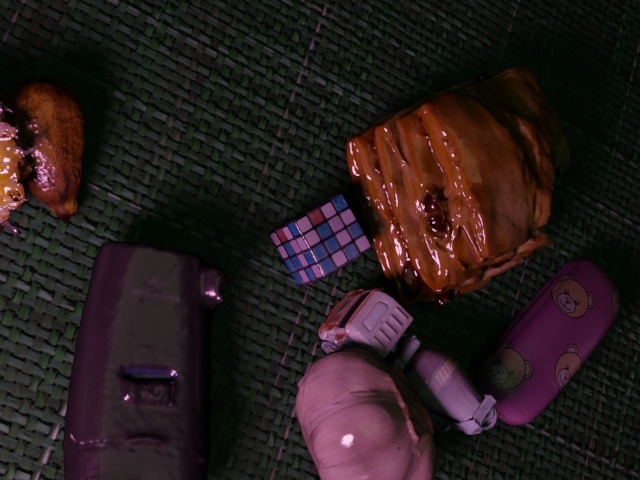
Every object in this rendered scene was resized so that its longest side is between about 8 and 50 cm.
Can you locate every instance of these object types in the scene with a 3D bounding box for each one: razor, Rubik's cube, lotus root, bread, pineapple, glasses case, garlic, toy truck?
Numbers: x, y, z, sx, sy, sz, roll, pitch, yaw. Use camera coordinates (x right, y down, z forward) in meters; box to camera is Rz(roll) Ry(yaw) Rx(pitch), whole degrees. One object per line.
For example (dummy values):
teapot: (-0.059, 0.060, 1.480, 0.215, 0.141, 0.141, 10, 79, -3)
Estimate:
razor: (-0.221, 0.168, 1.294, 0.189, 0.107, 0.327, 11, 74, -23)
Rubik's cube: (0.000, 0.000, 1.446, 0.092, 0.092, 0.092, -31, 94, -28)
lotus root: (-0.347, -0.116, 1.305, 0.108, 0.094, 0.191, -14, 90, -10)
bread: (0.243, -0.095, 1.531, 0.369, 0.191, 0.314, -21, 88, -29)
pineapple: (-0.444, -0.086, 1.238, 0.221, 0.047, 0.221, 0, 94, -1)
glasses case: (0.362, 0.154, 1.598, 0.316, 0.076, 0.123, -43, 100, -26)
garlic: (0.049, 0.265, 1.345, 0.229, 0.178, 0.143, 54, 22, -3)
toy truck: (0.130, 0.178, 1.444, 0.257, 0.140, 0.108, 45, 65, -11)
